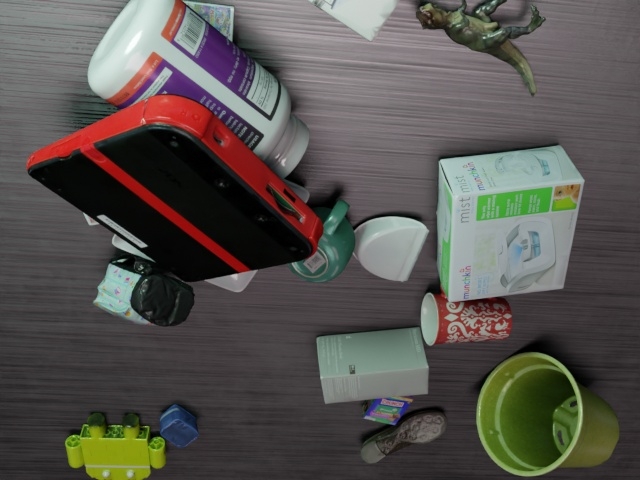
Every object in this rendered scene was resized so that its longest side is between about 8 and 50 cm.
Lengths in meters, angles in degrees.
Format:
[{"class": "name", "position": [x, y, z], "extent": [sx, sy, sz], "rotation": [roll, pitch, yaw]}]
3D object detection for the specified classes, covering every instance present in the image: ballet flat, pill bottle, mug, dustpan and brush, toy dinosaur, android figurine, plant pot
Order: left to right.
[{"class": "android figurine", "position": [-0.525, 0.549, 1.657], "extent": [0.248, 0.056, 0.272], "rotation": [4, 126, -7]}, {"class": "pill bottle", "position": [-0.174, -0.218, 0.984], "extent": [0.181, 0.181, 0.323], "rotation": [-39, 127, 24]}, {"class": "mug", "position": [-0.008, 0.003, 1.209], "extent": [0.129, 0.097, 0.157], "rotation": [3, 119, 19]}, {"class": "dustpan and brush", "position": [0.089, 0.004, 1.273], "extent": [0.211, 0.060, 0.147], "rotation": [6, 126, -17]}, {"class": "ballet flat", "position": [0.216, 0.507, 1.672], "extent": [0.250, 0.058, 0.084], "rotation": [-31, 88, 13]}, {"class": "mug", "position": [0.316, 0.155, 1.365], "extent": [0.169, 0.113, 0.150], "rotation": [2, 130, -9]}, {"class": "toy dinosaur", "position": [0.277, -0.335, 1.012], "extent": [0.268, 0.064, 0.118], "rotation": [23, 130, -22]}, {"class": "plant pot", "position": [0.561, 0.428, 1.521], "extent": [0.254, 0.276, 0.276], "rotation": [22, 124, -34]}]

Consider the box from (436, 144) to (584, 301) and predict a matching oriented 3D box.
[{"class": "box", "position": [0.343, -0.029, 1.213], "extent": [0.231, 0.126, 0.262], "rotation": [-7, 129, -1]}]

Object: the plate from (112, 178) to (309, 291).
[{"class": "plate", "position": [-0.204, -0.050, 1.199], "extent": [0.278, 0.045, 0.277], "rotation": [24, 119, -24]}]

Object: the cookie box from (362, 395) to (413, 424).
[{"class": "cookie box", "position": [0.166, 0.405, 1.592], "extent": [0.092, 0.040, 0.107], "rotation": [16, 125, -14]}]

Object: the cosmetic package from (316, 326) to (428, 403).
[{"class": "cosmetic package", "position": [0.118, 0.279, 1.438], "extent": [0.238, 0.127, 0.107], "rotation": [-9, 129, 1]}]

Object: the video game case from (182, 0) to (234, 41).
[{"class": "video game case", "position": [-0.200, -0.332, 1.012], "extent": [0.122, 0.011, 0.087], "rotation": [4, 127, -7]}]

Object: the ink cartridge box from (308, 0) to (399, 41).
[{"class": "ink cartridge box", "position": [0.010, -0.381, 0.904], "extent": [0.191, 0.139, 0.082], "rotation": [24, 121, -21]}]

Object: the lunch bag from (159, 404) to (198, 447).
[{"class": "lunch bag", "position": [-0.348, 0.459, 1.590], "extent": [0.067, 0.065, 0.098], "rotation": [-37, 121, 5]}]

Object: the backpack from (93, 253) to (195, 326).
[{"class": "backpack", "position": [-0.352, 0.101, 1.235], "extent": [0.182, 0.115, 0.152], "rotation": [12, 159, 38]}]

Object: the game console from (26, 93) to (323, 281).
[{"class": "game console", "position": [-0.218, -0.060, 1.031], "extent": [0.342, 0.060, 0.386], "rotation": [-11, 142, 33]}]

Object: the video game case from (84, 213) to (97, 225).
[{"class": "video game case", "position": [-0.384, -0.103, 1.176], "extent": [0.143, 0.019, 0.157], "rotation": [-9, 129, 4]}]
